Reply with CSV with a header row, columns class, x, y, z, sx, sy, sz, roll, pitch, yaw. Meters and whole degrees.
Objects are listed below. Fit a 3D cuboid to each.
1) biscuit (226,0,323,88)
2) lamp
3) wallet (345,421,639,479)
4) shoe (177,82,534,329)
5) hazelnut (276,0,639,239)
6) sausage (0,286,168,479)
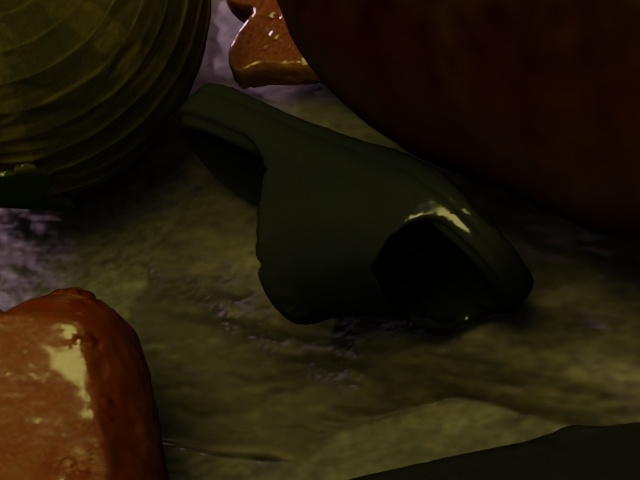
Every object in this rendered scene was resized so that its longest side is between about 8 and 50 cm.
class,x,y,z,sx,sy,sz,roll,pitch,yaw
biscuit,0.018,-0.167,1.038,0.183,0.043,0.280,-23,51,-1
lamp,-0.180,-0.140,0.944,0.250,0.284,0.250,1,81,-6
wallet,0.066,0.172,0.680,0.378,0.051,0.197,-10,51,-17
shoe,0.000,0.000,0.888,0.241,0.108,0.093,27,73,40
hazelnut,0.153,-0.174,0.801,0.409,0.359,0.359,24,67,39
sausage,-0.131,0.138,0.818,0.133,0.133,0.258,-16,53,9
